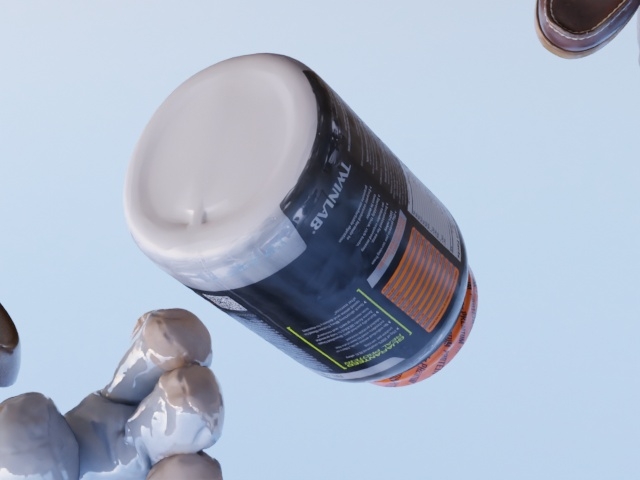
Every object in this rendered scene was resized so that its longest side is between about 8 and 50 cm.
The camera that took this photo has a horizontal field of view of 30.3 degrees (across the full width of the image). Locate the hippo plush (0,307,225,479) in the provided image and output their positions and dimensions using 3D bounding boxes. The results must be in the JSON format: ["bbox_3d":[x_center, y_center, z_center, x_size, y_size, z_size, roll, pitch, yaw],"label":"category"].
[{"bbox_3d":[-0.239,0.184,1.201,0.236,0.234,0.294,0,168,-18],"label":"hippo plush"}]

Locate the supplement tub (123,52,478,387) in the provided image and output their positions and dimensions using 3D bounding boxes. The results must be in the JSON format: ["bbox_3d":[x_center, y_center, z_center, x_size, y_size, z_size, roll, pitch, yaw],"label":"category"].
[{"bbox_3d":[0.000,0.000,1.068,0.207,0.207,0.338,23,168,41],"label":"supplement tub"}]

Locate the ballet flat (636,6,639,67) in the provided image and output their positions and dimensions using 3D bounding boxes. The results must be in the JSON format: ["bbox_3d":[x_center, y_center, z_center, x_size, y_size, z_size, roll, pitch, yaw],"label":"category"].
[{"bbox_3d":[0.357,-0.112,0.853,0.116,0.124,0.342,-7,-151,-37],"label":"ballet flat"}]

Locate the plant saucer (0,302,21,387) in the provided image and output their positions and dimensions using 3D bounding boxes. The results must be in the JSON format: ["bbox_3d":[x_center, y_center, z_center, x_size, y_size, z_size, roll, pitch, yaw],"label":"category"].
[{"bbox_3d":[-0.416,0.086,1.389,0.198,0.036,0.198,48,-174,-7],"label":"plant saucer"}]

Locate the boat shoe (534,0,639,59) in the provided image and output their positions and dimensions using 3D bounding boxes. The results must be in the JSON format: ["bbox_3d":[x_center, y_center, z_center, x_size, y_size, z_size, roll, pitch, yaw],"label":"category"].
[{"bbox_3d":[0.214,-0.221,0.812,0.073,0.207,0.073,30,169,7],"label":"boat shoe"}]
